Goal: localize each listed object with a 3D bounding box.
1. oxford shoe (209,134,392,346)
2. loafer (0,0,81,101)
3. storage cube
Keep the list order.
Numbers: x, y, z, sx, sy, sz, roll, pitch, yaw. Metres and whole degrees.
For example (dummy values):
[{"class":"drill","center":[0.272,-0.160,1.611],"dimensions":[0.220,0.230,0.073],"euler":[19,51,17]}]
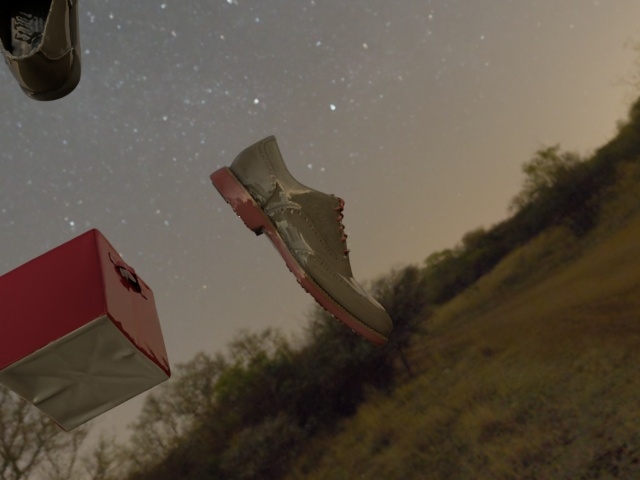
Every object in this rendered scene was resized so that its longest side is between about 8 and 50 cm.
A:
[{"class":"oxford shoe","center":[0.000,0.000,1.002],"dimensions":[0.130,0.348,0.123],"euler":[-42,4,-3]},{"class":"loafer","center":[-0.306,-0.278,0.741],"dimensions":[0.094,0.251,0.087],"euler":[-13,-8,-2]},{"class":"storage cube","center":[-0.366,0.137,1.066],"dimensions":[0.215,0.193,0.183],"euler":[-28,-46,0]}]
